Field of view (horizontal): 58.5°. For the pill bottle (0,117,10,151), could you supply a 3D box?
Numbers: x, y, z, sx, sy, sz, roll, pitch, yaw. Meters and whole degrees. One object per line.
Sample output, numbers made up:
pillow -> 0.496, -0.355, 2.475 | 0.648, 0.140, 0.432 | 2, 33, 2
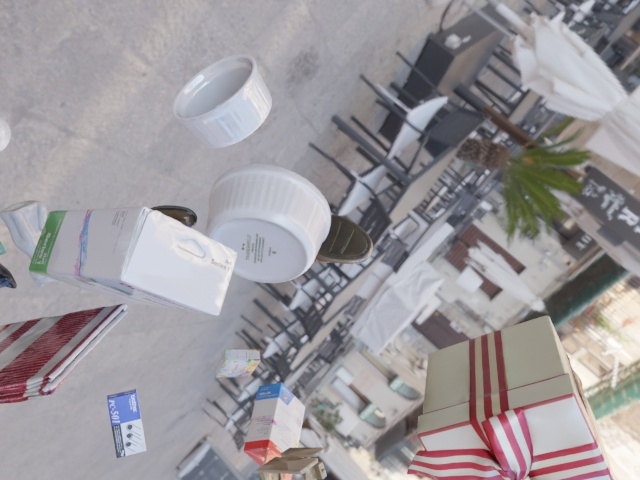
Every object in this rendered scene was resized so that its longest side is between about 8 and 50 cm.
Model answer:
pill bottle -> -0.826, -0.279, 1.317 | 0.131, 0.131, 0.229 | -47, 174, -6

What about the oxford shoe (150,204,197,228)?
oxford shoe -> -0.365, -0.008, 1.186 | 0.227, 0.096, 0.083 | -16, 131, -4

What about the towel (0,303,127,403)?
towel -> -0.508, 0.192, 0.932 | 0.329, 0.037, 0.237 | -11, -160, 14

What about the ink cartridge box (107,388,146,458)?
ink cartridge box -> -0.650, 0.612, 1.914 | 0.097, 0.207, 0.046 | -10, -175, -19

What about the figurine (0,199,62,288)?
figurine -> -0.714, 0.023, 1.324 | 0.092, 0.215, 0.209 | -69, 152, -66

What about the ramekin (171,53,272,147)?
ramekin -> -0.274, -0.394, 1.644 | 0.277, 0.277, 0.135 | -46, 133, -11

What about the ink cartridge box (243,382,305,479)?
ink cartridge box -> -0.119, 0.502, 1.465 | 0.078, 0.134, 0.231 | -15, -140, 25

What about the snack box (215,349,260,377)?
snack box -> -0.234, 0.346, 1.605 | 0.100, 0.037, 0.141 | 5, 147, -19

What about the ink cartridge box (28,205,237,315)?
ink cartridge box -> -0.312, 0.035, 0.953 | 0.201, 0.278, 0.117 | 32, 66, -48

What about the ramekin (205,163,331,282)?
ramekin -> -0.118, -0.022, 1.221 | 0.273, 0.273, 0.127 | 118, -13, -48

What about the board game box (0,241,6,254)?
board game box -> -0.772, -0.047, 1.062 | 0.213, 0.317, 0.046 | -34, 163, -28

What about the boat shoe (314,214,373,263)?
boat shoe -> 0.000, 0.000, 1.410 | 0.110, 0.307, 0.104 | -65, 149, -17

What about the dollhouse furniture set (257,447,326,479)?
dollhouse furniture set -> -0.022, 0.522, 1.205 | 0.123, 0.151, 0.144 | -17, 179, 38

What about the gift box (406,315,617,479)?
gift box -> 0.289, 0.311, 0.883 | 0.276, 0.255, 0.258 | -29, -168, 21
